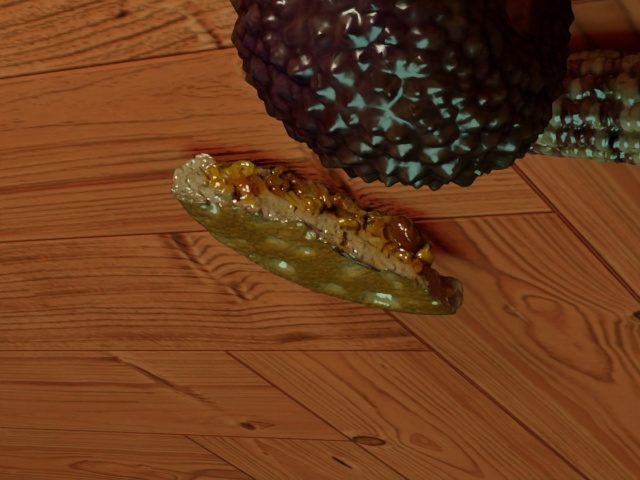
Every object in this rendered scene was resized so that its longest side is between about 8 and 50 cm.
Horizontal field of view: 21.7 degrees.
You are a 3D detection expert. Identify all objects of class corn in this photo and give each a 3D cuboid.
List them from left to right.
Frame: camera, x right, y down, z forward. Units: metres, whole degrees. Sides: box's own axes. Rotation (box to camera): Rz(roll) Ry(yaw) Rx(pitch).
[{"bbox_3d":[0.192,-0.080,0.994,0.237,0.079,0.079,6,156,29],"label":"corn"}]

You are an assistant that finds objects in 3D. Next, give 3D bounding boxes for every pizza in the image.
[{"bbox_3d":[0.001,-0.003,1.299,0.246,0.058,0.127,18,158,-3],"label":"pizza"}]

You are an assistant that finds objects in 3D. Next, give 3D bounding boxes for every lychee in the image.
[{"bbox_3d":[0.033,-0.118,0.859,0.188,0.188,0.188,13,157,5],"label":"lychee"}]
